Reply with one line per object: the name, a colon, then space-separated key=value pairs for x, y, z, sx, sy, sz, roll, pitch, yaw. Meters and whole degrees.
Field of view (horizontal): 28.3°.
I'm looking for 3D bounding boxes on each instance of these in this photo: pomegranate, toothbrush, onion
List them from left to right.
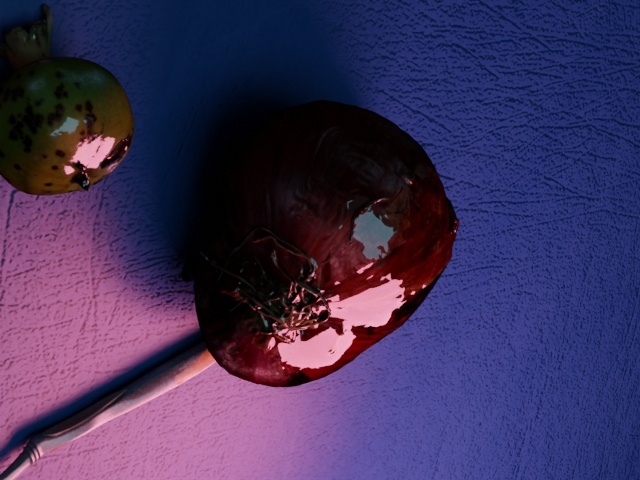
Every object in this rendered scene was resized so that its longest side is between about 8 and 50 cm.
pomegranate: x=-0.212 y=-0.108 z=0.997 sx=0.122 sy=0.122 sz=0.161 roll=-12 pitch=79 yaw=-36
toothbrush: x=-0.217 y=0.168 z=1.158 sx=0.375 sy=0.028 sz=0.037 roll=-28 pitch=117 yaw=-27
onion: x=-0.005 y=0.009 z=1.145 sx=0.221 sy=0.281 sz=0.280 roll=26 pitch=92 yaw=0
